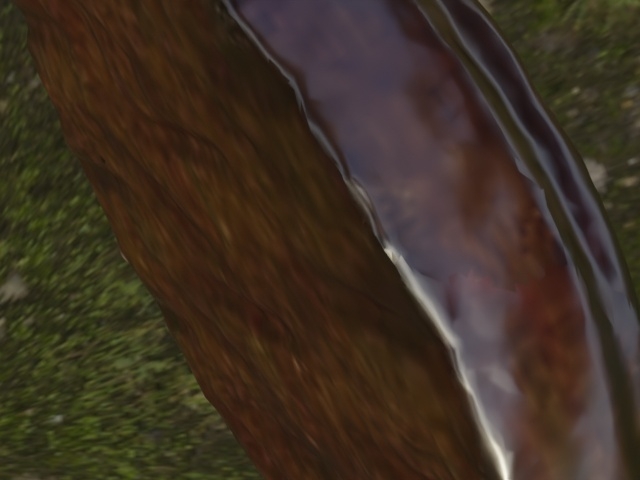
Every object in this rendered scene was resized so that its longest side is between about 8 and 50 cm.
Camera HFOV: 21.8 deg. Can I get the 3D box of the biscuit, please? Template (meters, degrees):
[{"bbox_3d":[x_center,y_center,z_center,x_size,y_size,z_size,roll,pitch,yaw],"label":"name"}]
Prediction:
[{"bbox_3d":[0.000,0.000,0.677,0.091,0.407,0.407,-32,92,-16],"label":"biscuit"}]
